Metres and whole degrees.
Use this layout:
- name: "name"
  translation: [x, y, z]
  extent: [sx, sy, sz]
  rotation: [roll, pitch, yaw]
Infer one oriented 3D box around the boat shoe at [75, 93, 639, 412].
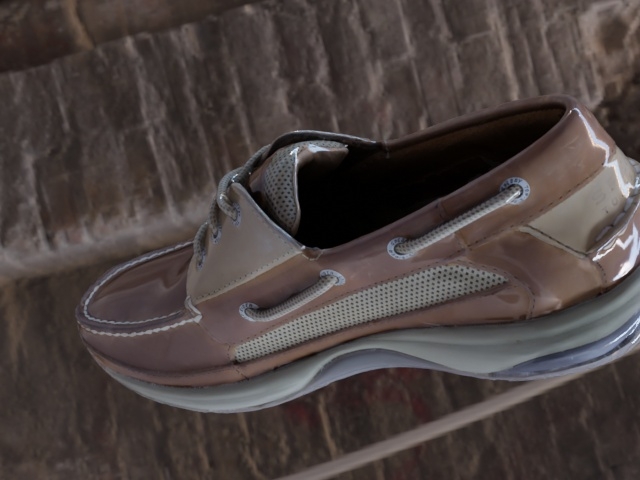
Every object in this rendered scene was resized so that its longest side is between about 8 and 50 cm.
- name: "boat shoe"
  translation: [0.000, 0.000, 0.469]
  extent: [0.116, 0.324, 0.123]
  rotation: [59, 34, -29]
